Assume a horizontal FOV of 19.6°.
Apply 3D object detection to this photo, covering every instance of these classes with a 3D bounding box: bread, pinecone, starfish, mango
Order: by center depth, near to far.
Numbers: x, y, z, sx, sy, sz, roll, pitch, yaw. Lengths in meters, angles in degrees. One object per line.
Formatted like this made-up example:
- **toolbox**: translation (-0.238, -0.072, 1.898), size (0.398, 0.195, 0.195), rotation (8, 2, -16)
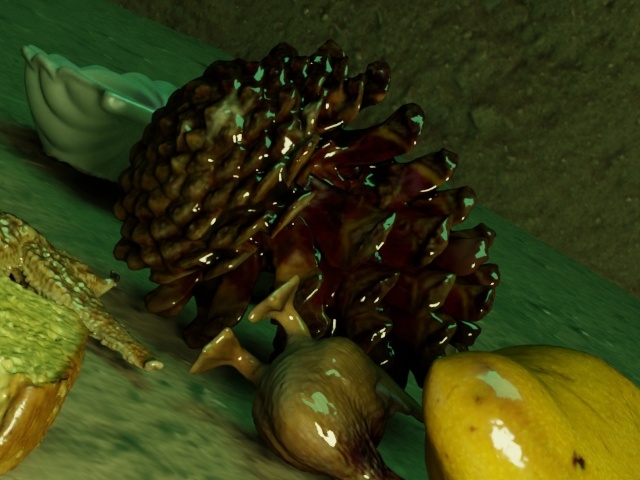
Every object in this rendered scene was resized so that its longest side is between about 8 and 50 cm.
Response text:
- **bread**: translation (-0.170, 0.056, 0.910), size (0.103, 0.065, 0.187), rotation (33, 9, -2)
- **mango**: translation (0.132, 0.140, 1.089), size (0.177, 0.120, 0.295), rotation (59, 20, 21)
- **starfish**: translation (-0.210, 0.001, 1.184), size (0.231, 0.048, 0.295), rotation (36, 3, -44)
- **pinecone**: translation (-0.001, -0.001, 1.316), size (0.292, 0.246, 0.246), rotation (42, 1, -25)

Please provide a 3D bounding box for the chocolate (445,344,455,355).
- **chocolate**: translation (0.084, 0.083, 1.694), size (0.101, 0.031, 0.064), rotation (29, 12, 4)

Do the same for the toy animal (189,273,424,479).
- **toy animal**: translation (0.016, 0.112, 1.127), size (0.179, 0.089, 0.188), rotation (48, 9, 12)

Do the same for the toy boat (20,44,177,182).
- **toy boat**: translation (-0.187, -0.109, 1.712), size (0.199, 0.100, 0.290), rotation (16, 4, -18)

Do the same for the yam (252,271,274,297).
- **yam**: translation (-0.060, 0.020, 1.534), size (0.054, 0.054, 0.132), rotation (32, 7, 29)
